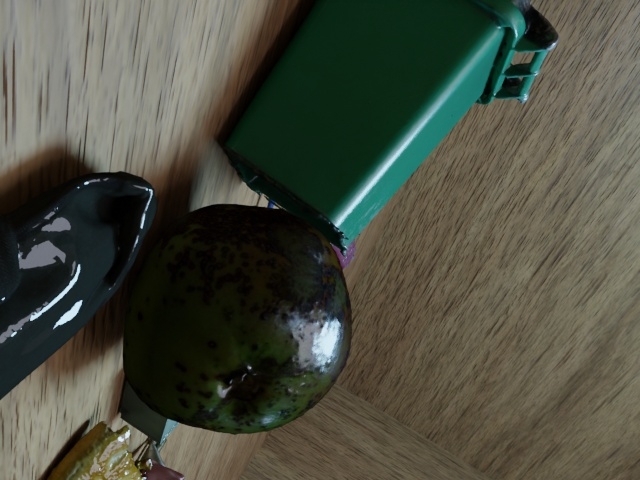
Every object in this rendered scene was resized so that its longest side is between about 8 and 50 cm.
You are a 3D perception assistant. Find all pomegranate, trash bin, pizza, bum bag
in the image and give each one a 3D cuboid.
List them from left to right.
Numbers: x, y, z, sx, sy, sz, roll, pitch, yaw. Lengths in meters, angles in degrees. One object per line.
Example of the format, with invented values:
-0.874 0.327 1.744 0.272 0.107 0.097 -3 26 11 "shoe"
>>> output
-0.241 0.051 0.487 0.326 0.079 0.142 -47 157 -41 "bum bag"
-0.302 0.339 0.914 0.154 0.069 0.194 -56 145 -20 "pizza"
-0.102 0.072 0.813 0.285 0.284 0.341 -63 -161 18 "pomegranate"
0.080 -0.181 0.852 0.381 0.295 0.259 -53 169 -5 "trash bin"

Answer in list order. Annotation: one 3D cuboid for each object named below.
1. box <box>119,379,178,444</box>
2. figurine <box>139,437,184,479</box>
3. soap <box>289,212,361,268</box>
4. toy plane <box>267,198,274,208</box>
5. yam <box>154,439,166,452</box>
-0.204 0.186 1.012 0.225 0.086 0.130 -48 165 -51 "box"
-0.272 0.467 1.041 0.207 0.166 0.387 -49 -153 3 "figurine"
0.000 0.000 1.381 0.220 0.127 0.325 -59 169 -10 "soap"
-0.073 -0.078 1.040 0.062 0.054 0.167 -89 -163 -52 "toy plane"
-0.359 0.464 1.205 0.234 0.027 0.029 -57 168 -8 "yam"
